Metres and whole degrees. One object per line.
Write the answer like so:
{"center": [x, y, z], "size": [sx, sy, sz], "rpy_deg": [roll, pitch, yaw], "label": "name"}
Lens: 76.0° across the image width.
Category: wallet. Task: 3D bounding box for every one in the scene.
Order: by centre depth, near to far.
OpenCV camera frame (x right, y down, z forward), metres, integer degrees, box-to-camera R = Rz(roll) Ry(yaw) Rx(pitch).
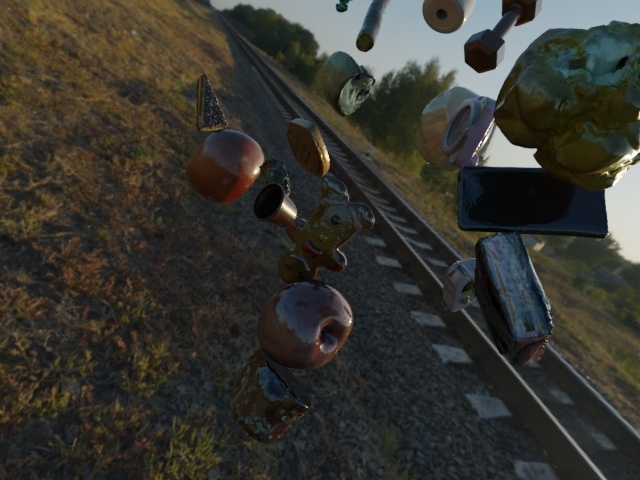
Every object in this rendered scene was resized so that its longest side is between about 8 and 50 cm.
{"center": [0.487, -0.093, 0.958], "size": [0.321, 0.170, 0.044], "rpy_deg": [3, -15, 12], "label": "wallet"}

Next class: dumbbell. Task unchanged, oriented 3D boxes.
{"center": [0.418, -0.488, 0.936], "size": [0.082, 0.231, 0.092], "rpy_deg": [46, -14, -27], "label": "dumbbell"}

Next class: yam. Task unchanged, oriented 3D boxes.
{"center": [0.204, -0.837, 1.552], "size": [0.081, 0.081, 0.356], "rpy_deg": [29, 55, -14], "label": "yam"}

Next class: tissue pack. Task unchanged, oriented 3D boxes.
{"center": [0.439, 0.151, 0.950], "size": [0.332, 0.123, 0.245], "rpy_deg": [46, 31, -58], "label": "tissue pack"}

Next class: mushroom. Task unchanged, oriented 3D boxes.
{"center": [0.083, -0.605, 1.566], "size": [0.164, 0.189, 0.267], "rpy_deg": [47, 23, 10], "label": "mushroom"}

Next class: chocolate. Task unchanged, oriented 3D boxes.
{"center": [-0.184, 0.515, 1.340], "size": [0.225, 0.210, 0.340], "rpy_deg": [45, -7, -18], "label": "chocolate"}

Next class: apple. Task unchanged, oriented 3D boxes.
{"center": [-0.046, 0.272, 1.306], "size": [0.306, 0.305, 0.235], "rpy_deg": [17, 3, -42], "label": "apple"}
{"center": [-0.429, -0.333, 1.845], "size": [0.277, 0.348, 0.348], "rpy_deg": [36, 16, -16], "label": "apple"}

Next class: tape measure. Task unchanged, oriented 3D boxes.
{"center": [0.575, 0.159, 1.587], "size": [0.197, 0.236, 0.120], "rpy_deg": [-15, 42, -5], "label": "tape measure"}

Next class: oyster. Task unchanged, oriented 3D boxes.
{"center": [-0.175, -0.230, 1.588], "size": [0.056, 0.105, 0.177], "rpy_deg": [-23, 98, -84], "label": "oyster"}

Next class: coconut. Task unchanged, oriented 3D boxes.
{"center": [0.598, -0.480, 1.769], "size": [0.353, 0.352, 0.352], "rpy_deg": [30, 18, -11], "label": "coconut"}

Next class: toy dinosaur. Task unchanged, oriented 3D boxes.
{"center": [0.086, -0.903, 1.527], "size": [0.059, 0.096, 0.132], "rpy_deg": [26, 24, -40], "label": "toy dinosaur"}

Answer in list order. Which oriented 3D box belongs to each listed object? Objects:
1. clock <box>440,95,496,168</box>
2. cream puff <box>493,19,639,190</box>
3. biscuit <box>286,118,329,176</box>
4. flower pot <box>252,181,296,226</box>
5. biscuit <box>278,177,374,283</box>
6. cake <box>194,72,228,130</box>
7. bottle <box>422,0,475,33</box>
{"center": [0.482, -0.361, 1.343], "size": [0.090, 0.227, 0.248], "rpy_deg": [22, 22, -8], "label": "clock"}
{"center": [0.487, -0.247, 0.775], "size": [0.270, 0.323, 0.274], "rpy_deg": [22, -31, 46], "label": "cream puff"}
{"center": [-0.032, -0.215, 0.976], "size": [0.142, 0.029, 0.221], "rpy_deg": [53, -12, -5], "label": "biscuit"}
{"center": [-0.113, -0.086, 1.094], "size": [0.089, 0.111, 0.111], "rpy_deg": [33, 13, -48], "label": "flower pot"}
{"center": [0.000, 0.000, 1.536], "size": [0.283, 0.432, 0.064], "rpy_deg": [41, 8, -3], "label": "biscuit"}
{"center": [-0.502, -0.633, 1.912], "size": [0.135, 0.246, 0.112], "rpy_deg": [0, 3, -37], "label": "cake"}
{"center": [0.443, -0.798, 1.312], "size": [0.148, 0.236, 0.147], "rpy_deg": [32, -16, 10], "label": "bottle"}
